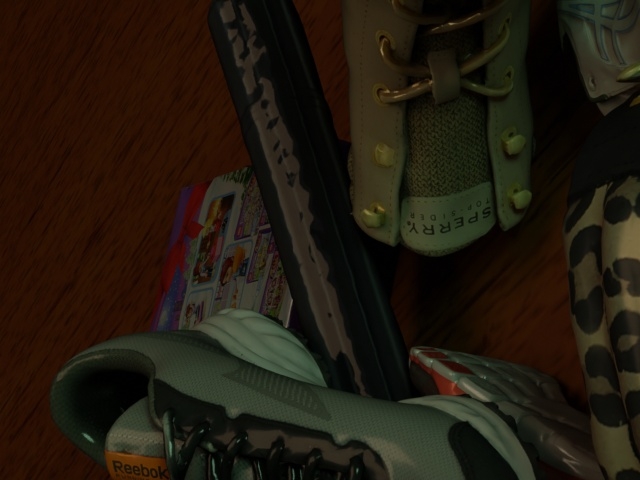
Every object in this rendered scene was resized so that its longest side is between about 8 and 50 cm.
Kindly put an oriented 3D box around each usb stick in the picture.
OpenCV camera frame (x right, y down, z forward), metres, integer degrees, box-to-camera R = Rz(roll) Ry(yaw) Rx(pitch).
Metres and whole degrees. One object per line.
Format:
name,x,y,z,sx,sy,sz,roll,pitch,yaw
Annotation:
usb stick,0.000,0.000,0.760,0.077,0.045,0.278,88,166,-64

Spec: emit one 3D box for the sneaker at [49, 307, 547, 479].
sneaker,-0.014,0.097,0.630,0.271,0.108,0.100,17,105,53

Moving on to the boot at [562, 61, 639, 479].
boot,0.190,-0.080,0.398,0.284,0.138,0.377,-29,54,59

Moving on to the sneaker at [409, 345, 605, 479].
sneaker,0.071,0.087,0.639,0.158,0.061,0.065,-141,64,-66

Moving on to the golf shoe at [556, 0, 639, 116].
golf shoe,0.136,-0.077,0.620,0.176,0.069,0.086,-108,23,-61

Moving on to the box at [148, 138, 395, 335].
box,-0.046,0.101,0.888,0.201,0.057,0.293,-12,63,62

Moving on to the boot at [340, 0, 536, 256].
boot,0.050,-0.083,0.644,0.262,0.095,0.203,-98,6,-67
